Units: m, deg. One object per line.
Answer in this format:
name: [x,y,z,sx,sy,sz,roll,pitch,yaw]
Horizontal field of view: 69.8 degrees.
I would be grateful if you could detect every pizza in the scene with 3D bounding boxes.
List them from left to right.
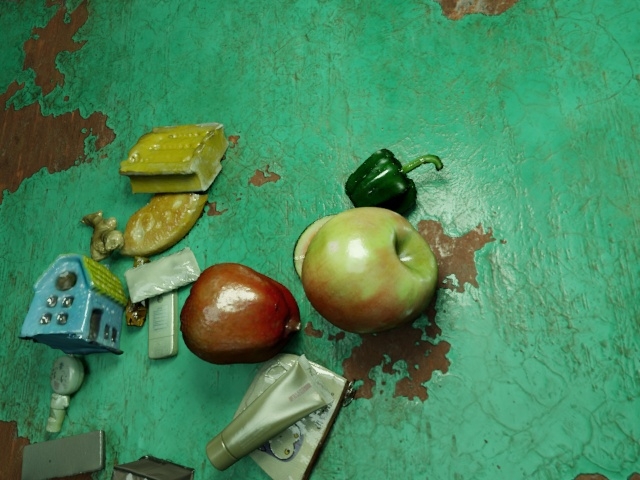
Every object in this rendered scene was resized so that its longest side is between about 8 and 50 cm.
pizza: [-0.526,-0.064,1.521,0.365,0.074,0.182,-39,68,9]

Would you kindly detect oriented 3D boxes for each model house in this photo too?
model house: [-0.735,0.193,1.418,0.216,0.237,0.303,-5,64,3]

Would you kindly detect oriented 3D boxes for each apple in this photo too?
apple: [0.112,0.080,1.133,0.277,0.319,0.319,-36,63,39]

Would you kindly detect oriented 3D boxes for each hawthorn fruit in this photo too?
hawthorn fruit: [-0.215,0.199,1.231,0.311,0.295,0.295,3,73,-15]

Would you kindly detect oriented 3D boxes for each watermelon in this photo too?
watermelon: [0.001,0.002,1.328,0.245,0.063,0.119,-44,84,-2]

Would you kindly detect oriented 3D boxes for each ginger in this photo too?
ginger: [-0.740,-0.020,1.554,0.334,0.081,0.148,39,110,46]

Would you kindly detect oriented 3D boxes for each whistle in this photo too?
whistle: [-0.825,0.482,1.476,0.126,0.067,0.258,6,81,32]

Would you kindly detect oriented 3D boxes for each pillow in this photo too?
pillow: [-0.497,0.107,1.441,0.229,0.051,0.128,-20,59,-8]

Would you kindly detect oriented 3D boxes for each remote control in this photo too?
remote control: [-0.493,0.252,1.437,0.098,0.038,0.233,-13,70,15]

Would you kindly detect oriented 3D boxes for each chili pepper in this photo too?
chili pepper: [0.197,-0.167,1.248,0.261,0.174,0.165,-36,41,8]

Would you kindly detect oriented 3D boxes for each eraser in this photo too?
eraser: [-0.784,0.663,1.403,0.352,0.077,0.111,-16,67,15]

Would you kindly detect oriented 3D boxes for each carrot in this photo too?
carrot: [-0.585,0.162,1.480,0.069,0.069,0.228,-6,71,18]

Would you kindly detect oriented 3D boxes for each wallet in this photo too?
wallet: [-0.081,0.460,1.214,0.275,0.068,0.335,25,86,22]

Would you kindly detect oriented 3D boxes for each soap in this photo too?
soap: [-0.473,-0.275,1.507,0.281,0.143,0.259,1,50,22]

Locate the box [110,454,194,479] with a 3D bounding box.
box: [-0.467,0.738,1.226,0.188,0.153,0.252,4,75,20]

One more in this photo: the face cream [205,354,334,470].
face cream: [-0.137,0.450,1.168,0.341,0.084,0.137,-38,72,3]
